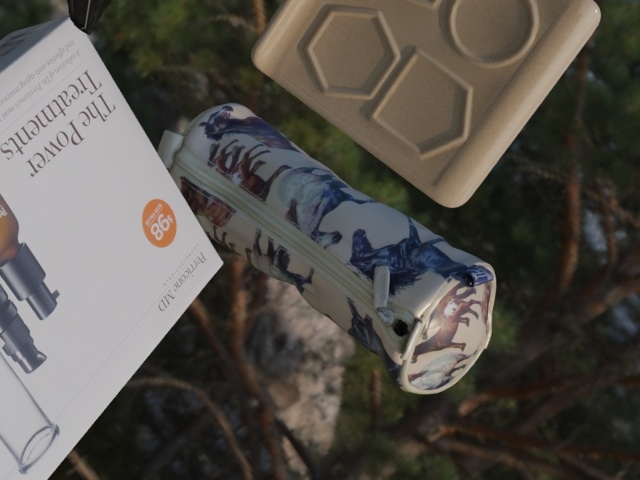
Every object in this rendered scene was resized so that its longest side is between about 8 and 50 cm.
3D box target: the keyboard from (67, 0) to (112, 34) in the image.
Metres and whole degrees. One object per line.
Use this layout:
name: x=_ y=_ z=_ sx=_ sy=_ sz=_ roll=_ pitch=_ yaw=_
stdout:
keyboard: x=-0.117 y=-0.322 z=0.972 sx=0.033 sy=0.317 sz=0.201 roll=28 pitch=-25 yaw=-4

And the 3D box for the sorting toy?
sorting toy: x=0.078 y=-0.157 z=0.938 sx=0.208 sy=0.193 sz=0.038 roll=36 pitch=18 yaw=3

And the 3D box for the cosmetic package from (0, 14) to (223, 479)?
cosmetic package: x=-0.269 y=0.025 z=1.023 sx=0.377 sy=0.097 sz=0.284 roll=-54 pitch=126 yaw=-42

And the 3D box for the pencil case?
pencil case: x=0.000 y=0.000 z=1.348 sx=0.410 sy=0.160 sz=0.183 roll=34 pitch=3 yaw=27
